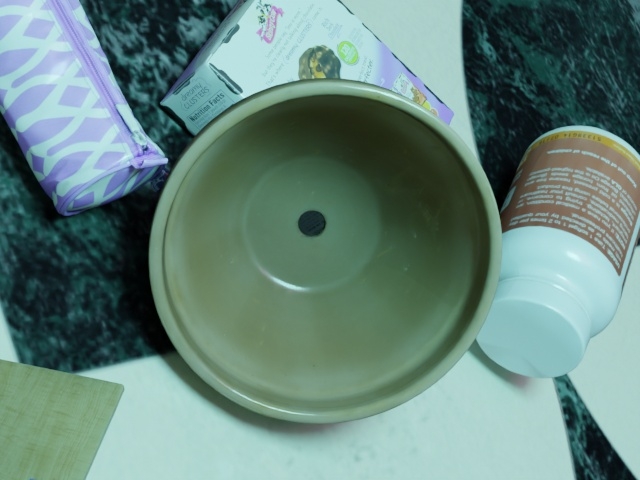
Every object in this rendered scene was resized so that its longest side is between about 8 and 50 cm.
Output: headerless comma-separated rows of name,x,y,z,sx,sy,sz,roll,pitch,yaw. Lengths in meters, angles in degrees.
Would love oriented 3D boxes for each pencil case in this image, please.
pencil case,-0.180,-0.116,0.862,0.086,0.088,0.206,-26,84,-44

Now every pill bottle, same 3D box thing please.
pill bottle,0.204,0.009,1.093,0.121,0.121,0.216,42,46,-14

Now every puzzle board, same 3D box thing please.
puzzle board,-0.180,0.128,0.742,0.096,0.011,0.128,10,51,11

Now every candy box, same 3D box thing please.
candy box,-0.005,-0.104,1.015,0.196,0.070,0.165,43,46,-14

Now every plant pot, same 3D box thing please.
plant pot,0.000,0.000,0.899,0.237,0.237,0.110,43,6,-14
